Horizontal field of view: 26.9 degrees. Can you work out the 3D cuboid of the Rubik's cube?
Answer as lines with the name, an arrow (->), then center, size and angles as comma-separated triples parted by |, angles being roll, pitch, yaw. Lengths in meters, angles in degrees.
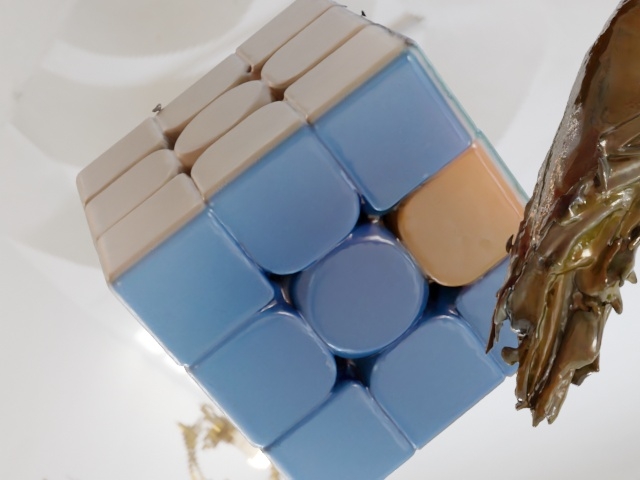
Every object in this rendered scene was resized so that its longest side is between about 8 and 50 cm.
Rubik's cube -> 0.000, 0.000, 1.144 | 0.292, 0.290, 0.291 | -40, -156, -1

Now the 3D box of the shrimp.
shrimp -> 0.146, -0.029, 0.500 | 0.133, 0.053, 0.236 | 27, -103, 29
